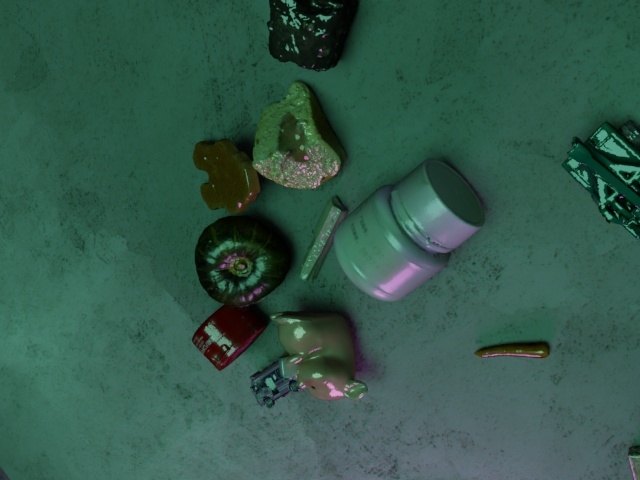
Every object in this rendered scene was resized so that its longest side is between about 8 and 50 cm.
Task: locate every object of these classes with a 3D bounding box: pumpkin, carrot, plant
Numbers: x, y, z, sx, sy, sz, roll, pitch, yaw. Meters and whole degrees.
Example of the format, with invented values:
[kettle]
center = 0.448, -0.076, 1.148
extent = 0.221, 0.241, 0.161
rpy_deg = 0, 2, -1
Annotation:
[pumpkin]
center = -0.218, 0.047, 1.991
extent = 0.261, 0.189, 0.260
rpy_deg = -1, 110, -3
[carrot]
center = 0.471, 0.272, 1.797
extent = 0.190, 0.037, 0.037
rpy_deg = -6, 105, 33
[plant]
center = -0.015, -0.542, 1.671
extent = 0.189, 0.199, 0.275
rpy_deg = 16, 118, 15

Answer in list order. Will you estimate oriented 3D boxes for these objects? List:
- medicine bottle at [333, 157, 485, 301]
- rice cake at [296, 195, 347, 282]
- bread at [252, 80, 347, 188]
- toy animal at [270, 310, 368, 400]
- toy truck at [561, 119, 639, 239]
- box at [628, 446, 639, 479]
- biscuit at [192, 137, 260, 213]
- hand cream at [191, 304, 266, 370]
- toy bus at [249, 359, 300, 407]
[medicine bottle]
center = 0.206, -0.025, 1.702
extent = 0.241, 0.241, 0.302
rpy_deg = 50, 122, 3
[rice cake]
center = 0.000, 0.000, 1.933
extent = 0.057, 0.052, 0.256
rpy_deg = 51, 128, 38
[bread]
center = -0.043, -0.245, 1.852
extent = 0.184, 0.224, 0.211
rpy_deg = -29, 135, 26
[toy animal]
center = -0.008, 0.307, 1.949
extent = 0.195, 0.213, 0.256
rpy_deg = -177, 78, -72
[toy truck]
center = 0.654, -0.090, 1.490
extent = 0.363, 0.178, 0.176
rpy_deg = 43, 121, 4
[box]
center = 0.771, 0.540, 1.728
extent = 0.062, 0.045, 0.098
rpy_deg = -9, 105, 29
[biscuit]
center = -0.246, -0.169, 1.924
extent = 0.334, 0.047, 0.201
rpy_deg = 9, 114, 59
[hand cream]
center = -0.262, 0.266, 2.081
extent = 0.125, 0.193, 0.193
rpy_deg = 45, 122, 10
[toy bus]
center = -0.111, 0.397, 2.105
extent = 0.199, 0.096, 0.108
rpy_deg = -36, 85, 30
